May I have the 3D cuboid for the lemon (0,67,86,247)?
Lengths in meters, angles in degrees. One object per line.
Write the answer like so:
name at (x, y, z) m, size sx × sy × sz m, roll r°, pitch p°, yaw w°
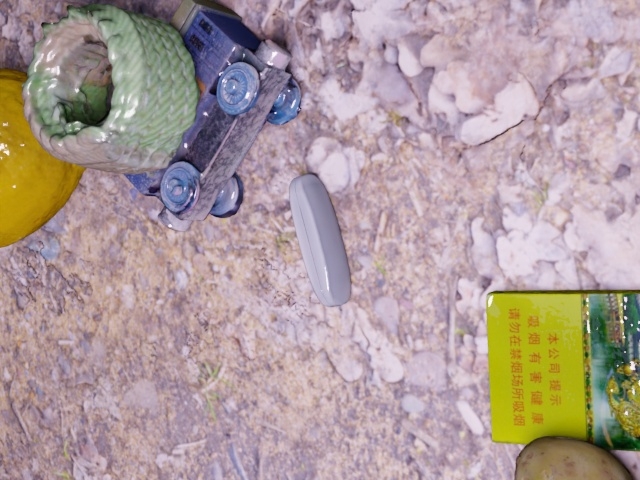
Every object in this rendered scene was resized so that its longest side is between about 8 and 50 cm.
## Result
lemon at (-0.476, -0.121, 1.580) m, size 0.320 × 0.245 × 0.245 m, roll -40°, pitch 74°, yaw 20°

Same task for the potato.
potato at (0.295, 0.341, 1.229) m, size 0.165 × 0.165 × 0.262 m, roll -7°, pitch 114°, yaw 29°

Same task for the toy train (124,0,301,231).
toy train at (-0.161, -0.168, 1.475) m, size 0.202 × 0.131 × 0.299 m, roll 45°, pitch 112°, yaw 27°

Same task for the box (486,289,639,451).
box at (0.359, 0.149, 1.251) m, size 0.335 × 0.047 × 0.187 m, roll -2°, pitch 92°, yaw 28°

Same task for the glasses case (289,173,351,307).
glasses case at (0.000, 0.000, 1.424) m, size 0.045 × 0.067 × 0.178 m, roll -18°, pitch 85°, yaw 26°

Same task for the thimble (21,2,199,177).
thimble at (-0.268, -0.187, 1.381) m, size 0.219 × 0.150 × 0.219 m, roll -3°, pitch 84°, yaw 36°
